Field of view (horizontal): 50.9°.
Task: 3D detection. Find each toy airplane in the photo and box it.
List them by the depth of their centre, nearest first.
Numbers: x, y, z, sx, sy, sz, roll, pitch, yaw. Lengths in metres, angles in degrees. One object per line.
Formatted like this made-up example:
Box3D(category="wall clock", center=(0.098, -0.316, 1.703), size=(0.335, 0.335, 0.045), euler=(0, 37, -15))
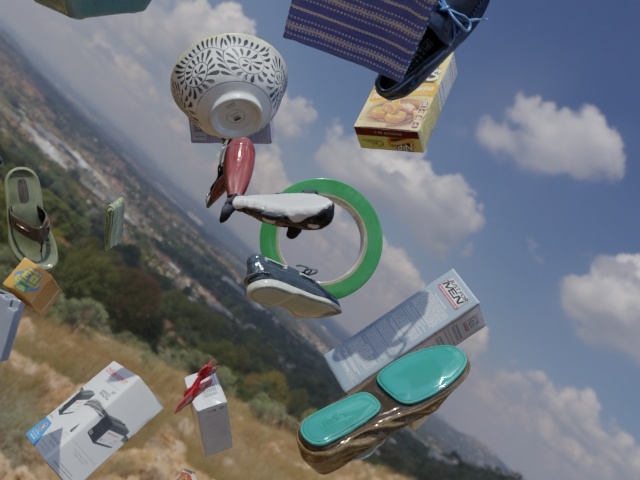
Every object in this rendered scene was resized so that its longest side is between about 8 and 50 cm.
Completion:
Box3D(category="toy airplane", center=(-0.269, 0.316, 1.460), size=(0.028, 0.151, 0.151), euler=(41, -5, 8))

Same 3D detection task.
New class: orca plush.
Box3D(category="orca plush", center=(-0.091, -0.041, 1.483), size=(0.151, 0.287, 0.102), euler=(-53, 137, -59))

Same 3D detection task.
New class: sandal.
Box3D(category="sandal", center=(-0.811, -0.056, 1.870), size=(0.086, 0.120, 0.302), euler=(-6, -82, 55))

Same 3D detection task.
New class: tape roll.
Box3D(category="tape roll", center=(0.000, 0.000, 1.769), size=(0.321, 0.321, 0.077), euler=(42, -6, -1))

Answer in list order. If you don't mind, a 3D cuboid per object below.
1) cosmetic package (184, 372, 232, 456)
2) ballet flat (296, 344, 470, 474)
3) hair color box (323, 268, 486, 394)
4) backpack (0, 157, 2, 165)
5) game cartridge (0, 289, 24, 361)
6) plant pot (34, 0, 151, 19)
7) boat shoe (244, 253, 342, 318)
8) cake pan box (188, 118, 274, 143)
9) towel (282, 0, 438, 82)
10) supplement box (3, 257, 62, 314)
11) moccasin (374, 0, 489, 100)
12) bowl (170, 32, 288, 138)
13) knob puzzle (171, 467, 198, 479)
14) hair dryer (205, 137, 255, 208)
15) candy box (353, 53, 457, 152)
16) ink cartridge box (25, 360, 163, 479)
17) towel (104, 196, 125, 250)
Box3D(category="cosmetic package", center=(-0.291, 0.453, 1.759), size=(0.231, 0.085, 0.117), euler=(93, -26, -43))
Box3D(category="ballet flat", center=(0.114, 0.301, 1.166), size=(0.116, 0.342, 0.124), euler=(38, -34, 45))
Box3D(category="hair color box", center=(0.212, 0.243, 1.642), size=(0.113, 0.374, 0.185), euler=(57, 2, 29))
Box3D(category="backpack", center=(-0.815, -0.170, 1.467), size=(0.188, 0.166, 0.144), euler=(11, -59, 21))
Box3D(category="game cartridge", center=(-0.938, 0.205, 1.785), size=(0.297, 0.198, 0.062), euler=(18, 7, 12))
Box3D(category="plant pot", center=(-0.397, -0.519, 1.132), size=(0.248, 0.247, 0.252), euler=(30, -51, 34))
Box3D(category="boat shoe", center=(-0.048, 0.090, 1.249), size=(0.254, 0.095, 0.079), euler=(22, 51, -46))
Box3D(category="cake pan box", center=(-0.260, -0.401, 1.927), size=(0.070, 0.246, 0.266), euler=(-68, 157, -63))
Box3D(category="towel", center=(0.084, -0.433, 1.118), size=(0.243, 0.040, 0.336), euler=(20, -41, -3))
Box3D(category="supplement box", center=(-0.637, 0.107, 1.499), size=(0.078, 0.080, 0.233), euler=(36, -17, -7))
Box3D(category="moccasin", center=(0.233, -0.416, 1.335), size=(0.138, 0.342, 0.117), euler=(35, 21, 7))
Box3D(category="bowl", center=(-0.123, -0.198, 0.950), size=(0.170, 0.170, 0.080), euler=(48, 22, -51))
Box3D(category="knob puzzle", center=(-0.364, 0.664, 1.696), size=(0.030, 0.213, 0.213), euler=(28, 2, -26))
Box3D(category="hair dryer", center=(-0.228, -0.163, 1.741), size=(0.080, 0.223, 0.293), euler=(12, 14, -17))
Box3D(category="candy box", center=(0.234, -0.380, 1.812), size=(0.183, 0.316, 0.087), euler=(9, -33, 27))
Box3D(category="ink cartridge box", center=(-0.620, 0.496, 1.850), size=(0.223, 0.307, 0.129), euler=(5, -49, 55))
Box3D(category="towel", center=(-0.622, -0.050, 2.036), size=(0.027, 0.148, 0.110), euler=(10, 20, 2))
